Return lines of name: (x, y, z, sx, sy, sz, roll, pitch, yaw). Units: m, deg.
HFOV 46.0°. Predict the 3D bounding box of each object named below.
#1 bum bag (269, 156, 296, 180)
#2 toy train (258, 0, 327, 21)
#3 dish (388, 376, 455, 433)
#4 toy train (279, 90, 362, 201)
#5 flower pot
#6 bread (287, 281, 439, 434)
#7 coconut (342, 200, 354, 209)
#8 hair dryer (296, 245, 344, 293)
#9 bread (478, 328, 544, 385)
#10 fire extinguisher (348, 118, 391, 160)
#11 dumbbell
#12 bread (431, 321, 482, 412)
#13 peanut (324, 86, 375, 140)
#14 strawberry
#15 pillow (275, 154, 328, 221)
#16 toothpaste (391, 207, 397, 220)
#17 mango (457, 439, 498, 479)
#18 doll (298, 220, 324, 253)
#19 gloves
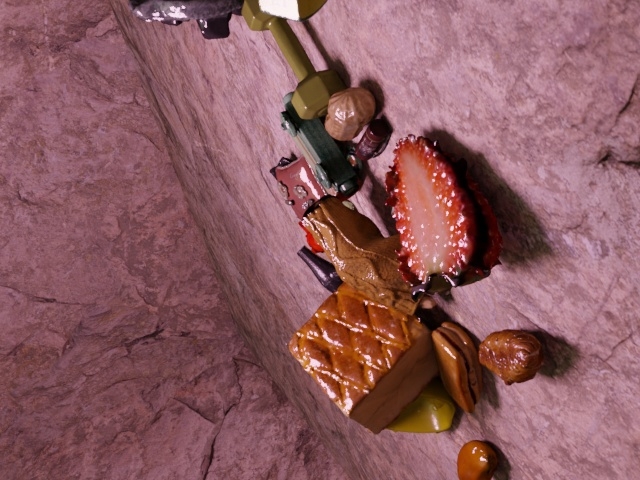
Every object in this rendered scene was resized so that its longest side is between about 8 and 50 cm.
bum bag: (-0.094, -0.194, 2.162, 0.087, 0.049, 0.197, 39, 164, -8)
toy train: (-0.151, -0.569, 1.410, 0.396, 0.160, 0.253, 22, 143, 24)
dish: (0.242, 0.406, 1.959, 0.262, 0.221, 0.108, 71, -157, -53)
toy train: (0.003, -0.215, 1.769, 0.286, 0.116, 0.177, 56, 174, 14)
flower pot: (-0.300, -0.604, 1.697, 0.299, 0.299, 0.283, 46, 154, 41)
bread: (0.115, 0.262, 1.794, 0.279, 0.279, 0.207, 47, -179, 42)
coconut: (0.060, -0.032, 1.952, 0.133, 0.055, 0.158, 29, 142, 58)
hair dryer: (0.044, 0.066, 2.118, 0.195, 0.075, 0.219, 42, 149, -5)
bread: (0.368, 0.216, 1.415, 0.233, 0.075, 0.105, 127, 125, -79)
fire extinguisher: (0.104, -0.204, 1.583, 0.064, 0.043, 0.158, 19, 162, -5)
dumbbell: (-0.059, -0.408, 1.623, 0.108, 0.121, 0.302, -34, 84, 45)
bread: (0.309, 0.283, 1.683, 0.116, 0.077, 0.201, 37, 152, 51)
peanut: (0.055, -0.258, 1.557, 0.194, 0.093, 0.083, 145, 134, -71)
strawberry: (0.233, -0.055, 1.357, 0.233, 0.137, 0.307, -31, 61, 54)
pillow: (-0.048, -0.137, 2.029, 0.179, 0.075, 0.171, -18, 104, 57)
toothpaste: (0.179, -0.091, 1.556, 0.046, 0.034, 0.164, 57, 162, 27)
mango: (0.390, 0.544, 1.853, 0.159, 0.084, 0.105, 114, 145, -44)
doll: (0.000, 0.000, 2.164, 0.169, 0.057, 0.109, 20, 138, 61)
gloves: (0.111, 0.040, 1.676, 0.356, 0.155, 0.203, 34, 178, 16)
